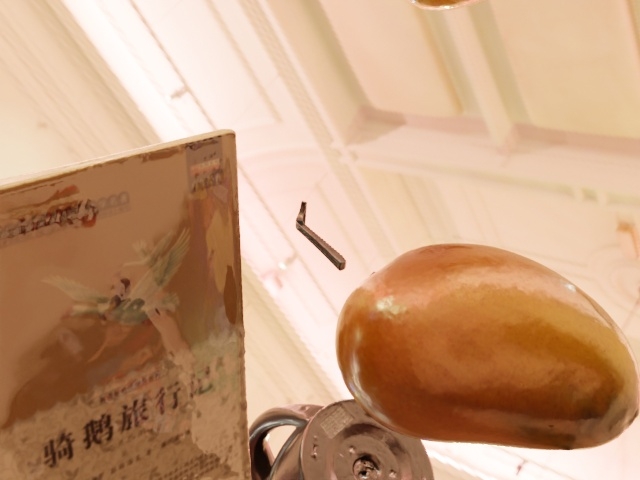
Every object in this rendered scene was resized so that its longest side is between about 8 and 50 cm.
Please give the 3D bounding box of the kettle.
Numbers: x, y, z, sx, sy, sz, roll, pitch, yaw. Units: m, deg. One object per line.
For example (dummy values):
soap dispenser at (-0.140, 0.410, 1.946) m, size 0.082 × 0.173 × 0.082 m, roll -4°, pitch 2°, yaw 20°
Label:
kettle at (-0.005, 0.363, 1.280) m, size 0.268 × 0.207 × 0.290 m, roll 52°, pitch -39°, yaw 13°

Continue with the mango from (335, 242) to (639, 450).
mango at (0.140, 0.088, 0.732) m, size 0.254 × 0.175 × 0.139 m, roll 6°, pitch -22°, yaw -1°

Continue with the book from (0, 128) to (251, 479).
book at (-0.140, 0.091, 0.599) m, size 0.021 × 0.217 × 0.310 m, roll 22°, pitch -59°, yaw 42°

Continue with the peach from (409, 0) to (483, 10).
peach at (0.246, -0.580, 1.625) m, size 0.289 × 0.308 × 0.289 m, roll 3°, pitch -69°, yaw 8°

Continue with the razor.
razor at (-0.005, 0.001, 1.507) m, size 0.190 × 0.033 × 0.066 m, roll -132°, pitch -141°, yaw -51°
